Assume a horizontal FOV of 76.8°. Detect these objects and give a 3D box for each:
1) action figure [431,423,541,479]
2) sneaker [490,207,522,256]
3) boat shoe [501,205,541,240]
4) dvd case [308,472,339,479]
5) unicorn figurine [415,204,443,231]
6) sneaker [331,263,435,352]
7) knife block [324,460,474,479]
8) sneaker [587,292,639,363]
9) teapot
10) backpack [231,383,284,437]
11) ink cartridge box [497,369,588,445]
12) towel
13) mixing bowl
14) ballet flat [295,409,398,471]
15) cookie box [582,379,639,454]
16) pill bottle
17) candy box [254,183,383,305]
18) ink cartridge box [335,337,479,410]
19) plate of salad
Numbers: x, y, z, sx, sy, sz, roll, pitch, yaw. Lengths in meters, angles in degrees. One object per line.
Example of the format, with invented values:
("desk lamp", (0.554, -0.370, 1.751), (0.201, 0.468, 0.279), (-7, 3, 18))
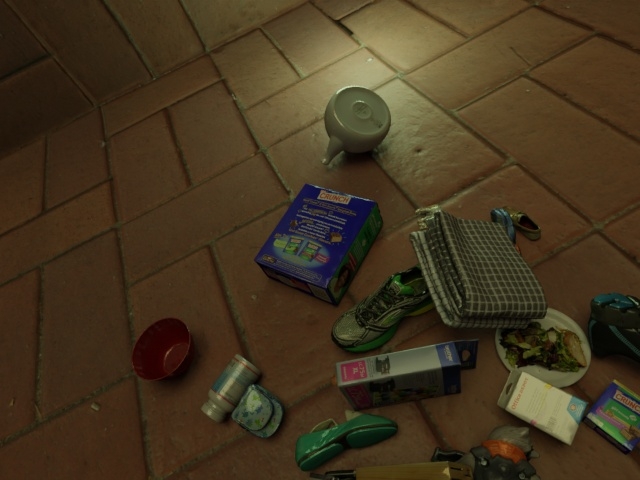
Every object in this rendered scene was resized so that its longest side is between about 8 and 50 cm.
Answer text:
("action figure", (0.367, 0.505, 0.722), (0.340, 0.179, 0.331), (4, 60, 18))
("sneaker", (0.487, 0.002, 1.100), (0.086, 0.083, 0.222), (-9, 51, 19))
("boat shoe", (0.564, -0.059, 1.136), (0.050, 0.045, 0.135), (-35, 53, -8))
("dvd case", (-0.019, 0.592, 0.806), (0.018, 0.165, 0.222), (21, 59, -8))
("unicorn figurine", (0.344, -0.055, 1.197), (0.111, 0.060, 0.162), (-10, 54, 12))
("sneaker", (0.170, 0.158, 1.050), (0.343, 0.146, 0.134), (-34, 53, -6))
("knife block", (0.129, 0.485, 0.800), (0.276, 0.088, 0.242), (-59, 36, 1))
("sneaker", (0.740, 0.210, 0.816), (0.340, 0.140, 0.125), (13, 22, 39))
("teapot", (0.122, -0.414, 1.458), (0.255, 0.187, 0.253), (-4, 71, -16))
("backpack", (-0.150, 0.424, 0.996), (0.114, 0.084, 0.105), (32, 74, 6))
("ink cartridge box", (0.458, 0.344, 0.848), (0.143, 0.090, 0.092), (25, 79, 31))
("towel", (0.370, 0.064, 0.956), (0.234, 0.121, 0.284), (3, 53, -19))
("mixing bowl", (-0.434, 0.325, 1.162), (0.181, 0.098, 0.182), (-9, 53, 12))
("ballet flat", (0.052, 0.441, 0.934), (0.247, 0.083, 0.087), (-22, 38, 0))
("cookie box", (0.613, 0.359, 0.827), (0.107, 0.040, 0.091), (-41, 53, -13))
("pill bottle", (-0.235, 0.388, 1.058), (0.087, 0.087, 0.160), (24, 67, 31))
("candy box", (0.000, 0.000, 1.235), (0.267, 0.122, 0.317), (19, 65, 30))
("ink cartridge box", (0.204, 0.306, 0.908), (0.310, 0.186, 0.065), (-15, 50, 7))
("plate of salad", (0.515, 0.239, 0.940), (0.199, 0.048, 0.200), (-9, 54, 13))
